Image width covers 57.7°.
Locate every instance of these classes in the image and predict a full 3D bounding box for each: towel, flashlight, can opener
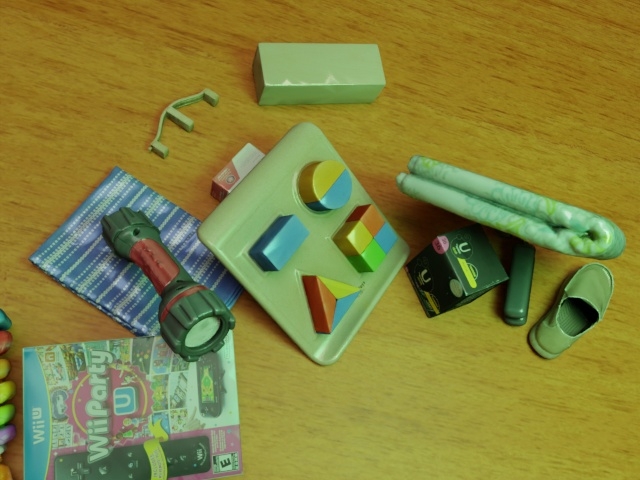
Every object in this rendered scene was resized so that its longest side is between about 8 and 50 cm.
[{"bbox_3d":[-0.303,0.037,1.038,0.336,0.040,0.243,33,62,0],"label":"towel"},{"bbox_3d":[0.358,-0.055,1.073,0.374,0.090,0.320,25,14,30],"label":"towel"},{"bbox_3d":[-0.253,0.054,0.906,0.103,0.103,0.304,-25,50,-31],"label":"flashlight"},{"bbox_3d":[0.404,0.038,1.231,0.095,0.076,0.284,6,61,23],"label":"can opener"}]

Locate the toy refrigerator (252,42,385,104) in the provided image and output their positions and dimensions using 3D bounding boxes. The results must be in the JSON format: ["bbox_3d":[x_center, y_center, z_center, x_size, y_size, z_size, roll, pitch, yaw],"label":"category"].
[{"bbox_3d":[-0.005,-0.359,1.264,0.269,0.094,0.102,-6,76,-17],"label":"toy refrigerator"}]

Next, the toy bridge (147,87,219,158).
[{"bbox_3d":[-0.285,-0.244,1.171,0.063,0.026,0.188,34,63,3],"label":"toy bridge"}]

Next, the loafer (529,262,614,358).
[{"bbox_3d":[0.538,0.138,1.199,0.102,0.092,0.268,44,63,5],"label":"loafer"}]

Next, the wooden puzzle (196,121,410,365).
[{"bbox_3d":[0.000,0.000,1.056,0.348,0.080,0.322,48,62,-18],"label":"wooden puzzle"}]

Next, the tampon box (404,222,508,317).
[{"bbox_3d":[0.255,0.061,1.115,0.101,0.161,0.121,-17,72,-21],"label":"tampon box"}]

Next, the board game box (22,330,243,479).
[{"bbox_3d":[-0.281,0.262,0.890,0.303,0.097,0.224,-4,79,-14],"label":"board game box"}]

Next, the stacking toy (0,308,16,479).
[{"bbox_3d":[-0.503,0.262,0.840,0.165,0.175,0.302,-18,87,-25],"label":"stacking toy"}]

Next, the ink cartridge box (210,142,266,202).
[{"bbox_3d":[-0.100,-0.081,1.129,0.198,0.067,0.115,38,64,3],"label":"ink cartridge box"}]
